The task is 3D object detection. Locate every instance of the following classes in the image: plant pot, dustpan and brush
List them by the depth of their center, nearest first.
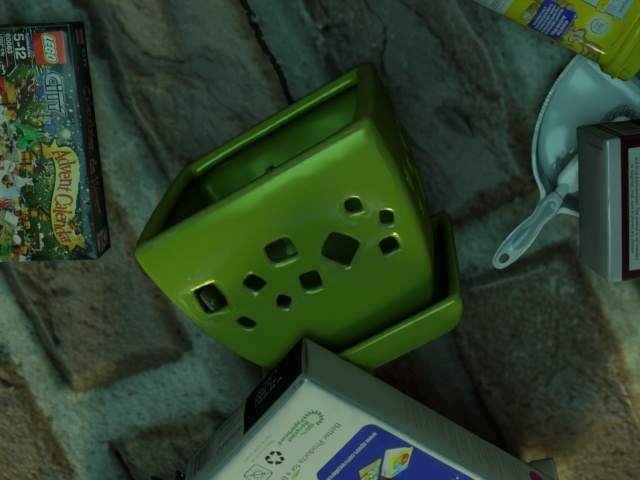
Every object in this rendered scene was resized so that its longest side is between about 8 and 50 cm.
[{"bbox_3d":[0.000,0.000,0.896,0.227,0.228,0.207,-29,108,14],"label":"plant pot"},{"bbox_3d":[0.233,-0.057,0.929,0.147,0.060,0.211,40,107,-5],"label":"dustpan and brush"}]

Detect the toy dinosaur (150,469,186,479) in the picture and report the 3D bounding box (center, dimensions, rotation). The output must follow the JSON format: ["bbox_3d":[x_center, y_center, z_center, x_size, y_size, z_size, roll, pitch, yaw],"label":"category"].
[{"bbox_3d":[-0.103,0.335,1.034,0.322,0.164,0.218,18,108,8],"label":"toy dinosaur"}]

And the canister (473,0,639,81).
[{"bbox_3d":[0.219,-0.230,0.859,0.170,0.073,0.126,25,119,-5],"label":"canister"}]

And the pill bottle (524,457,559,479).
[{"bbox_3d":[0.151,0.277,1.012,0.186,0.112,0.112,-13,104,11],"label":"pill bottle"}]

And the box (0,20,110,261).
[{"bbox_3d":[-0.303,-0.095,0.994,0.159,0.044,0.233,-1,106,8],"label":"box"}]

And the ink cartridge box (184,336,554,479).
[{"bbox_3d":[0.080,0.240,0.885,0.371,0.069,0.176,33,116,-19],"label":"ink cartridge box"}]

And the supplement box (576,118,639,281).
[{"bbox_3d":[0.353,-0.047,0.884,0.239,0.073,0.130,-6,106,-5],"label":"supplement box"}]
